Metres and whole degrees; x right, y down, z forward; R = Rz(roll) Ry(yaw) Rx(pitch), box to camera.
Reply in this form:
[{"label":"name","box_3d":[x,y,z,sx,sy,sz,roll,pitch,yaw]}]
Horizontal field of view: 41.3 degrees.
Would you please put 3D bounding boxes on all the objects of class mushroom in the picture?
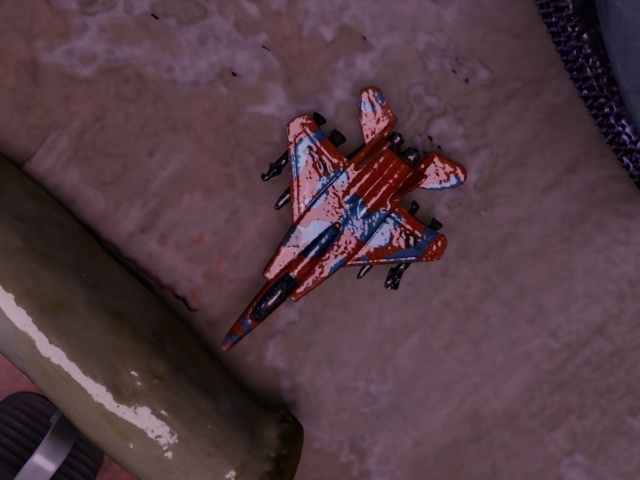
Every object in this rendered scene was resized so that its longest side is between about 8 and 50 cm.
[{"label":"mushroom","box_3d":[-0.134,0.070,0.537,0.312,0.100,0.081,44,122,-8]}]

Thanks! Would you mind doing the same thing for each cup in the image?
[{"label":"cup","box_3d":[-0.196,0.159,0.547,0.095,0.129,0.128,36,102,-11]}]

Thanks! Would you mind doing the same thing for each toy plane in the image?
[{"label":"toy plane","box_3d":[0.000,-0.001,0.544,0.130,0.061,0.189,41,105,-11]}]

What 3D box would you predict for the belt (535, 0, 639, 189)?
[{"label":"belt","box_3d":[0.179,-0.127,0.407,0.122,0.260,0.325,-27,110,7]}]
